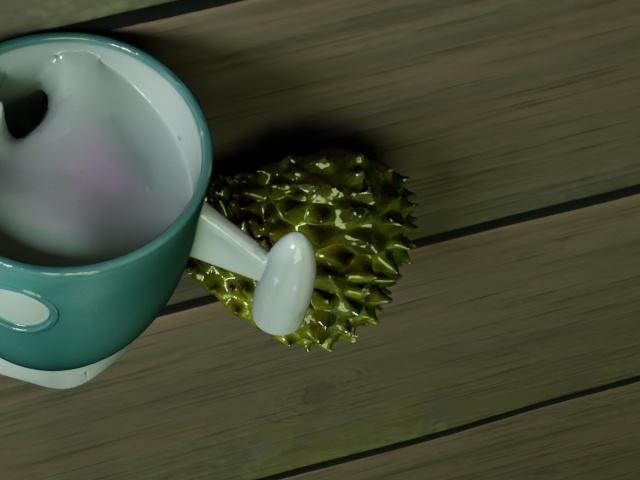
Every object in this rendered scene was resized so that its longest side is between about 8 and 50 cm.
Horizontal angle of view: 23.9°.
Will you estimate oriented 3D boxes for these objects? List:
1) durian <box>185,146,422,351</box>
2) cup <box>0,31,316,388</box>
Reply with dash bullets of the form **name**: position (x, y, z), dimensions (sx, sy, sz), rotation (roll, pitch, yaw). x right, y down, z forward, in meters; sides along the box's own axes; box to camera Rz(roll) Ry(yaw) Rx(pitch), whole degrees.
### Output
- **durian**: position (0.002, -0.003, 0.967), dimensions (0.187, 0.119, 0.108), rotation (12, 137, -33)
- **cup**: position (-0.151, -0.003, 0.870), dimensions (0.300, 0.167, 0.173), rotation (16, 144, -1)
